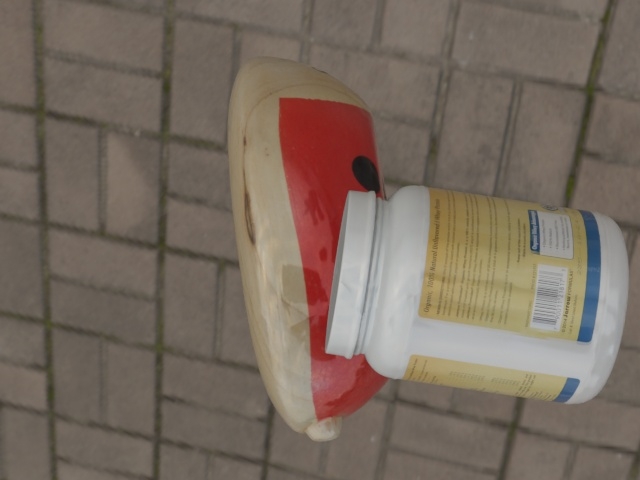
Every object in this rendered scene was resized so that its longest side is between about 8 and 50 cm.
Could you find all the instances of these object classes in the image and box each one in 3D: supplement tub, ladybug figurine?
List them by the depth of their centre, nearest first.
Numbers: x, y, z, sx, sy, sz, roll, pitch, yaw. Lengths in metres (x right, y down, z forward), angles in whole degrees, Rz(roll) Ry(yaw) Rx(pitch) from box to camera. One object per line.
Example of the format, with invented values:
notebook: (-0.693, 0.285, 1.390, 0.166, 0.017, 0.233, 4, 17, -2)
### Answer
supplement tub: (0.110, 0.037, 0.881, 0.200, 0.144, 0.144, 9, 122, -1)
ladybug figurine: (0.000, 0.000, 1.354, 0.162, 0.305, 0.449, -9, 76, 5)
